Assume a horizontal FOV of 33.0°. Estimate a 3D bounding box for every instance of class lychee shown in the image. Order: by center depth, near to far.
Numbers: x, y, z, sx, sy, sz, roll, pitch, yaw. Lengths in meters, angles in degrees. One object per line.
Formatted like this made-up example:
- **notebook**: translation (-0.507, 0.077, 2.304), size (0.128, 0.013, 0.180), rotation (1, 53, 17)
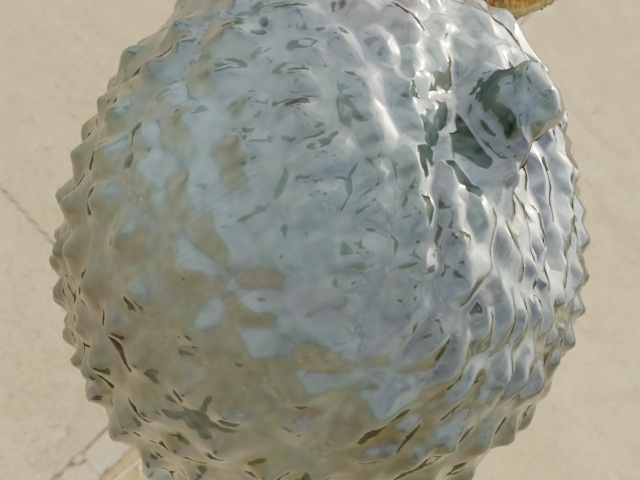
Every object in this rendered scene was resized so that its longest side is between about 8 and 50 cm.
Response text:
- **lychee**: translation (0.000, 0.000, 0.504), size (0.255, 0.274, 0.255), rotation (21, 56, -34)

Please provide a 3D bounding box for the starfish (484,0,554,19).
- **starfish**: translation (0.082, -0.256, 0.815), size (0.084, 0.301, 0.294), rotation (26, 63, -25)
